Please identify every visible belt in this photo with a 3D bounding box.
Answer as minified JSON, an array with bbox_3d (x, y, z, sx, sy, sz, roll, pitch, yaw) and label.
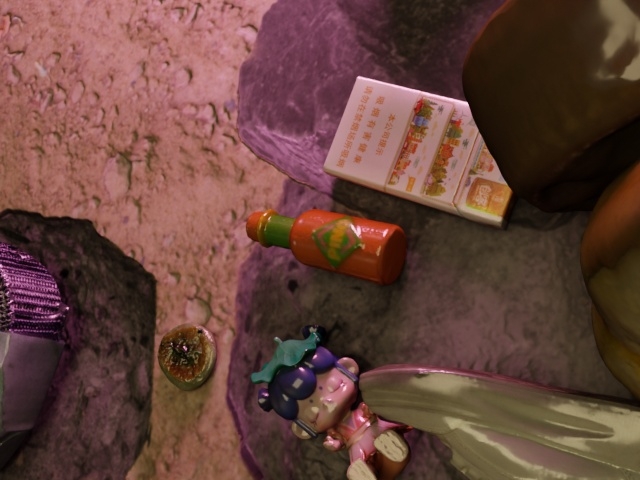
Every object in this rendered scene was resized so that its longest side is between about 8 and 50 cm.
[{"bbox_3d":[-0.467,0.160,1.083,0.260,0.122,0.325,18,88,33],"label":"belt"}]

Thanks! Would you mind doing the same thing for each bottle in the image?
[{"bbox_3d":[0.000,0.000,0.917,0.187,0.069,0.069,11,83,29],"label":"bottle"}]

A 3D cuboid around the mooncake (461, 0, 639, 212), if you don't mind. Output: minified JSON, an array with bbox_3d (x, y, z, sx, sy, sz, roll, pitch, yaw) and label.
[{"bbox_3d":[0.270,-0.135,0.695,0.284,0.284,0.155,-25,73,19],"label":"mooncake"}]

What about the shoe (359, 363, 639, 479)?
[{"bbox_3d":[0.184,0.205,0.746,0.316,0.124,0.159,6,85,19],"label":"shoe"}]

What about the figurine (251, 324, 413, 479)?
[{"bbox_3d":[0.009,0.179,0.856,0.111,0.102,0.195,-44,66,-3],"label":"figurine"}]

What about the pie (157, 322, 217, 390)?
[{"bbox_3d":[-0.161,0.138,0.991,0.084,0.021,0.084,-6,76,24],"label":"pie"}]

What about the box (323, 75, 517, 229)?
[{"bbox_3d":[0.118,-0.099,0.901,0.220,0.032,0.122,20,87,28],"label":"box"}]

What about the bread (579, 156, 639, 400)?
[{"bbox_3d":[0.349,0.015,0.567,0.300,0.341,0.210,33,59,11],"label":"bread"}]
